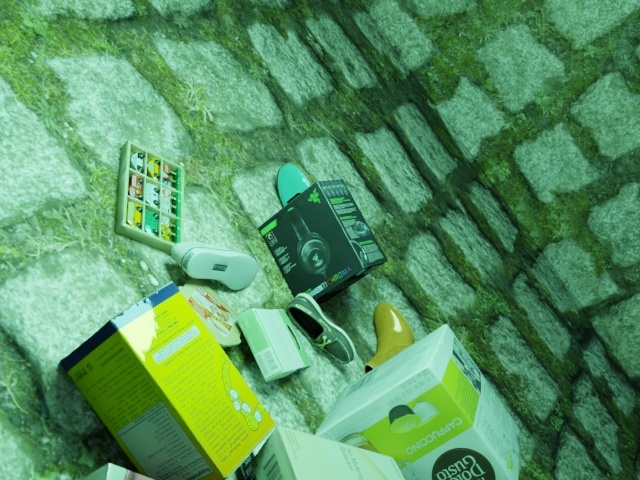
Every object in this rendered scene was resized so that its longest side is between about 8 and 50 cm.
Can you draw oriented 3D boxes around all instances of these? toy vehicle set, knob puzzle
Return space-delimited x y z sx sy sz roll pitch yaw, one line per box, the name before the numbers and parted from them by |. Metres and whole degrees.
toy vehicle set | -0.408 -0.103 1.833 0.166 0.035 0.267 25 43 -37
knob puzzle | -0.262 0.179 1.745 0.213 0.030 0.213 41 20 -18

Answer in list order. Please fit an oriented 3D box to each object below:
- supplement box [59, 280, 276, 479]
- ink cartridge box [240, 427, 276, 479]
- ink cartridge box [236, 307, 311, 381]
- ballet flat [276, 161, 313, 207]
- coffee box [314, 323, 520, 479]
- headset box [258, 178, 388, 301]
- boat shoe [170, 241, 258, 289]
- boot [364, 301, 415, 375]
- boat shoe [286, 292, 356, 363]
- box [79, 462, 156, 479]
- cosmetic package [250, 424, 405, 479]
supplement box | -0.292 0.297 1.474 0.357 0.194 0.195 54 33 0
ink cartridge box | -0.066 0.518 1.559 0.165 0.065 0.333 24 19 -32
ink cartridge box | -0.111 0.252 1.872 0.171 0.056 0.235 63 10 12
ballet flat | -0.020 -0.070 2.237 0.342 0.116 0.124 59 13 7
coffee box | 0.239 0.460 1.794 0.334 0.337 0.338 55 17 1
headset box | 0.000 0.000 2.056 0.131 0.246 0.283 -11 70 -55
boat shoe | -0.256 0.055 1.839 0.088 0.096 0.267 33 13 32
boot | 0.184 0.319 2.130 0.211 0.104 0.295 -6 69 -53
boat shoe | -0.001 0.243 1.995 0.228 0.081 0.068 47 36 2
box | -0.315 0.507 1.318 0.232 0.127 0.149 32 39 -30
cosmetic package | 0.030 0.492 1.513 0.309 0.113 0.160 23 20 -32
